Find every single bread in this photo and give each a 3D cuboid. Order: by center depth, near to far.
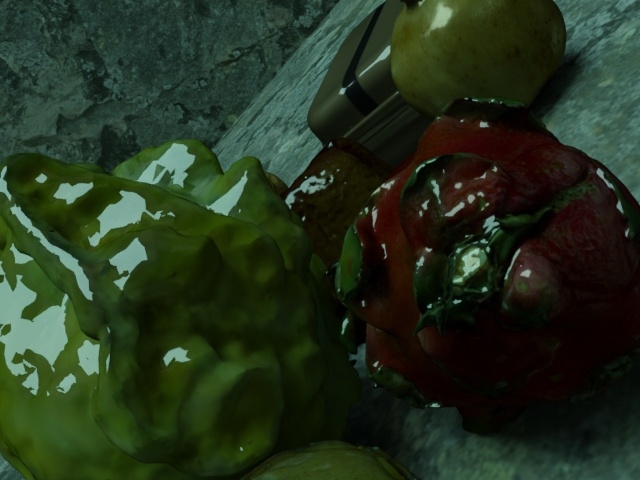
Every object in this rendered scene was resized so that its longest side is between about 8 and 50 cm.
[{"bbox_3d":[-0.003,0.002,0.757,0.246,0.135,0.232,-46,5,13],"label":"bread"}]

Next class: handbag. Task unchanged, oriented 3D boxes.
[{"bbox_3d":[0.132,-0.253,0.946,0.283,0.149,0.302,-31,24,37],"label":"handbag"}]

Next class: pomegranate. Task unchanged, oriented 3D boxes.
[{"bbox_3d":[0.157,-0.217,0.731,0.196,0.196,0.196,-42,20,19],"label":"pomegranate"}]

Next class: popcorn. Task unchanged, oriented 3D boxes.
[{"bbox_3d":[-0.120,0.065,0.522,0.312,0.312,0.312,-42,20,19],"label":"popcorn"}]

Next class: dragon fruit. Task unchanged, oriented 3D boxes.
[{"bbox_3d":[0.079,0.030,0.429,0.200,0.198,0.269,-6,-12,-43],"label":"dragon fruit"}]

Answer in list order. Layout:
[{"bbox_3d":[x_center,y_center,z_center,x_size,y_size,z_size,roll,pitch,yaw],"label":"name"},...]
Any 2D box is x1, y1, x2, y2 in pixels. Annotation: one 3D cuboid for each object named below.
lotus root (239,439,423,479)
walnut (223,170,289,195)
[{"bbox_3d":[-0.042,0.223,0.361,0.278,0.154,0.154,-35,18,-5],"label":"lotus root"},{"bbox_3d":[-0.129,-0.031,1.073,0.207,0.159,0.159,-38,21,41],"label":"walnut"}]
